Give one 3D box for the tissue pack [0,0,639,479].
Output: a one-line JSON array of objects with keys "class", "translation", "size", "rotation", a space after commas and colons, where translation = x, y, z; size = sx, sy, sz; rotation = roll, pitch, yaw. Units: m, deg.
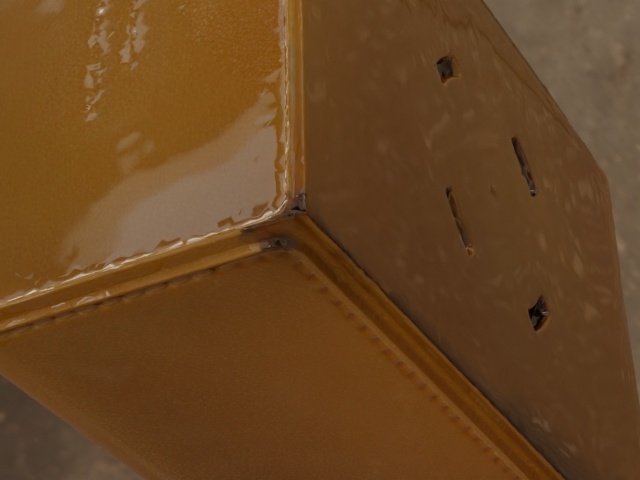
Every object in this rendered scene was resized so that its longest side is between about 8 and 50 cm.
[{"class": "tissue pack", "translation": [0.000, 0.000, 0.683], "size": [0.145, 0.274, 0.194], "rotation": [-16, 52, 23]}]
